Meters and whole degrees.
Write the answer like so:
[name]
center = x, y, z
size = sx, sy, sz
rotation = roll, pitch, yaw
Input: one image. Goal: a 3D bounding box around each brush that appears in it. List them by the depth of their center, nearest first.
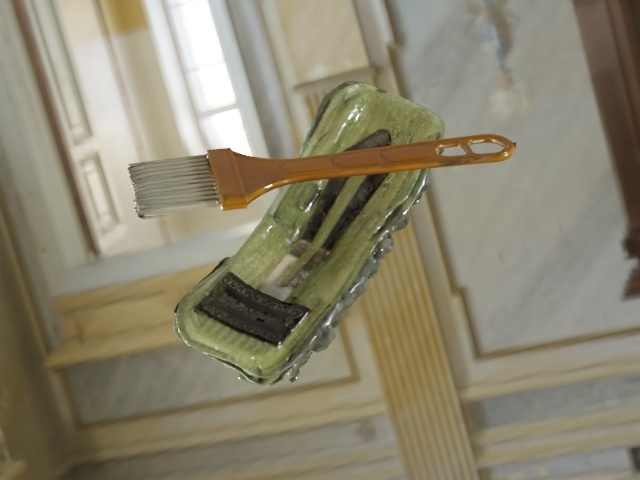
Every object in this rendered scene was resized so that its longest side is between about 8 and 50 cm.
[brush]
center = 0.006, -0.059, 1.120
size = 0.314, 0.017, 0.090
rotation = -7, -147, -9

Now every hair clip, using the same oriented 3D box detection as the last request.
[hair clip]
center = 0.000, 0.002, 1.247
size = 0.138, 0.091, 0.321
rotation = 25, -119, 19
